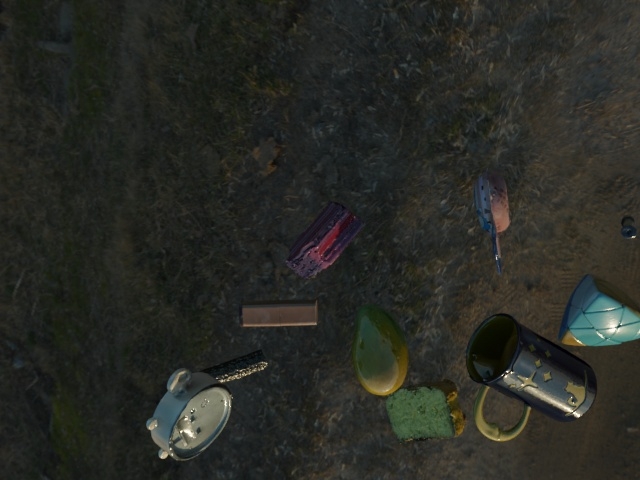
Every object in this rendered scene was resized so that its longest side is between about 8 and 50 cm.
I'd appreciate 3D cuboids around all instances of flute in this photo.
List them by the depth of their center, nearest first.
[{"bbox_3d":[0.628,-0.032,0.952,0.027,0.233,0.027,6,102,32],"label":"flute"}]

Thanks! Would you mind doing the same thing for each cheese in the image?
[{"bbox_3d":[0.410,-0.057,1.106,0.074,0.286,0.189,-8,141,24],"label":"cheese"}]

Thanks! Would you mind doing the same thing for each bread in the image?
[{"bbox_3d":[0.318,0.484,1.349,0.260,0.147,0.160,-38,61,47],"label":"bread"}]

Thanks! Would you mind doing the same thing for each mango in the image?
[{"bbox_3d":[0.125,0.232,1.011,0.130,0.092,0.194,-9,68,-18],"label":"mango"}]

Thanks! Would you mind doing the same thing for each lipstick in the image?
[{"bbox_3d":[-0.079,0.138,0.887,0.145,0.045,0.045,-2,92,4],"label":"lipstick"}]

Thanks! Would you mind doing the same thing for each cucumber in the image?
[{"bbox_3d":[-0.318,0.441,1.573,0.072,0.300,0.072,31,126,53],"label":"cucumber"}]

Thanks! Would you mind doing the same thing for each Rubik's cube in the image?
[{"bbox_3d":[0.794,0.220,1.368,0.254,0.254,0.254,4,101,20],"label":"Rubik's cube"}]

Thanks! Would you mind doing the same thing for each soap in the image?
[{"bbox_3d":[0.000,0.000,1.435,0.099,0.162,0.250,43,89,-22],"label":"soap"}]

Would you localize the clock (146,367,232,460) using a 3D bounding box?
[{"bbox_3d":[-0.238,0.332,0.877,0.063,0.156,0.229,18,128,31],"label":"clock"}]

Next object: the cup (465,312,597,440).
[{"bbox_3d":[0.481,0.340,1.125,0.256,0.178,0.255,30,112,-12],"label":"cup"}]
